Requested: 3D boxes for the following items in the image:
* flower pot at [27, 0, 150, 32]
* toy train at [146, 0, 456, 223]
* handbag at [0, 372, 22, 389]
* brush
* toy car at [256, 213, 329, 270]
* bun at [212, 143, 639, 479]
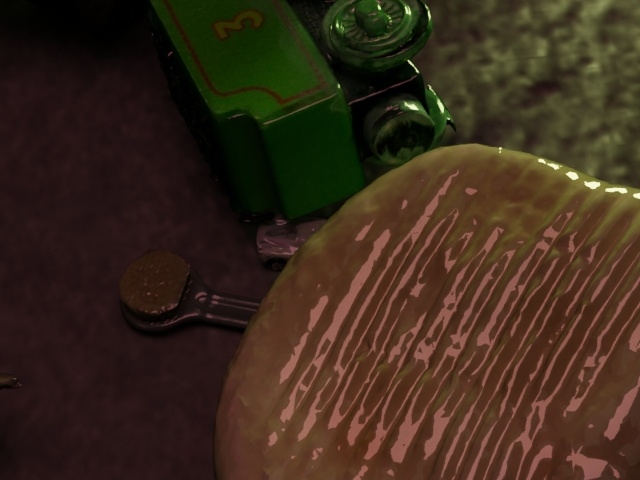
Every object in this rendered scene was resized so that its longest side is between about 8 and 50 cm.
[{"bbox_3d":[-0.179,-0.259,1.443,0.148,0.235,0.235,37,64,5],"label":"flower pot"},{"bbox_3d":[-0.017,-0.132,1.361,0.188,0.132,0.243,-24,47,-7],"label":"toy train"},{"bbox_3d":[-0.344,0.104,1.244,0.270,0.117,0.182,24,74,21],"label":"handbag"},{"bbox_3d":[-0.017,0.055,1.295,0.266,0.027,0.062,11,59,13],"label":"brush"},{"bbox_3d":[0.000,0.000,1.333,0.093,0.025,0.041,-1,56,6],"label":"toy car"},{"bbox_3d":[0.117,0.110,1.131,0.361,0.213,0.361,-13,53,18],"label":"bun"}]
